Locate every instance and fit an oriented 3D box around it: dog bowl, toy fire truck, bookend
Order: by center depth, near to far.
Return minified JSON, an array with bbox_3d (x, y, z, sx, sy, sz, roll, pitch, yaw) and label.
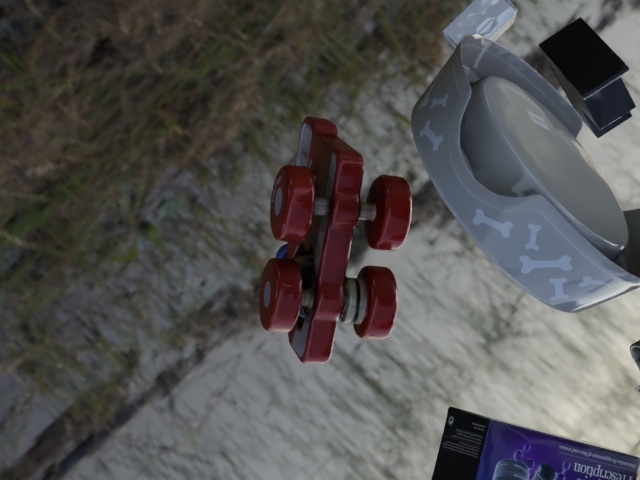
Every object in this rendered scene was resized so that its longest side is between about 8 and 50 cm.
[{"bbox_3d":[0.240,-0.069,1.557,0.102,0.349,0.349,-40,162,24],"label":"dog bowl"},{"bbox_3d":[0.000,0.000,1.869,0.169,0.254,0.302,5,105,-14],"label":"toy fire truck"},{"bbox_3d":[0.392,-0.204,1.911,0.072,0.157,0.156,-33,126,6],"label":"bookend"}]

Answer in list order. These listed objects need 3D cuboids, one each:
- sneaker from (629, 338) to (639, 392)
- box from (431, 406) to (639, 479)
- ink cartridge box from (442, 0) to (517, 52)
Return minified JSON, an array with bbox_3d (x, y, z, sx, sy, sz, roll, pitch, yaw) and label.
[{"bbox_3d":[0.499,0.153,2.021,0.064,0.086,0.192,109,-11,-55],"label":"sneaker"},{"bbox_3d":[0.273,0.337,1.787,0.261,0.103,0.184,17,87,-29],"label":"box"},{"bbox_3d":[0.229,-0.309,1.987,0.099,0.056,0.135,-44,177,4],"label":"ink cartridge box"}]
